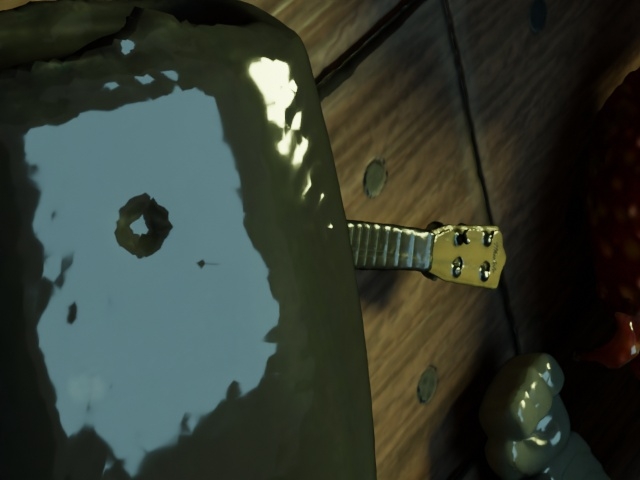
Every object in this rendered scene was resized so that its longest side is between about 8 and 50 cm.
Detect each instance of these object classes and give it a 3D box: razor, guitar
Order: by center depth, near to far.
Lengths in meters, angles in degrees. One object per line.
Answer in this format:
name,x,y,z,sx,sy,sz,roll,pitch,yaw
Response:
razor,-0.076,0.084,0.680,0.204,0.113,0.349,-17,115,-29
guitar,-0.001,0.000,0.843,0.271,0.038,0.084,4,97,-51

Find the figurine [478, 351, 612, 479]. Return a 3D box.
figurine,0.153,0.244,1.005,0.285,0.167,0.342,15,44,-58

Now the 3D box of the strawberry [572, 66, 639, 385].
strawberry,0.286,0.062,1.049,0.292,0.343,0.292,-63,-174,12
